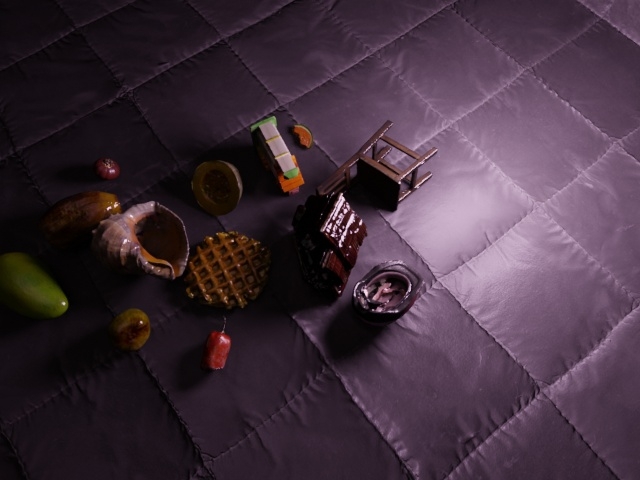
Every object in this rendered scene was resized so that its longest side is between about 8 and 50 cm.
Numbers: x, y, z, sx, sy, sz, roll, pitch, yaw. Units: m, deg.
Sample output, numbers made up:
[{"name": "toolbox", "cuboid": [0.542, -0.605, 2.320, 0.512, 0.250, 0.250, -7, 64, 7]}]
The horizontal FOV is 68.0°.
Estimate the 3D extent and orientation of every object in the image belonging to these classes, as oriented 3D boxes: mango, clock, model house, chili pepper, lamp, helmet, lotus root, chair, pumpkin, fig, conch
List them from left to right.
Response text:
[{"name": "mango", "cuboid": [-1.039, 0.164, 1.691, 0.343, 0.156, 0.192, 30, 79, 10]}, {"name": "lotus root", "cuboid": [-0.890, -0.089, 1.791, 0.291, 0.193, 0.193, -29, 69, -4]}, {"name": "lamp", "cuboid": [-0.865, -0.288, 1.915, 0.101, 0.090, 0.101, 22, 36, -17]}, {"name": "fig", "cuboid": [-0.657, 0.306, 1.635, 0.136, 0.121, 0.153, 41, 46, -21]}, {"name": "conch", "cuboid": [-0.638, 0.016, 1.728, 0.352, 0.210, 0.297, 39, 71, -5]}, {"name": "chili pepper", "cuboid": [-0.352, 0.353, 1.630, 0.086, 0.084, 0.192, 14, 72, -10]}, {"name": "pumpkin", "cuboid": [-0.384, -0.217, 1.853, 0.217, 0.217, 0.110, 27, 31, 12]}, {"name": "clock", "cuboid": [-0.166, -0.310, 1.845, 0.106, 0.220, 0.255, -26, 76, -8]}, {"name": "model house", "cuboid": [0.000, 0.000, 1.663, 0.297, 0.282, 0.317, 23, 69, 10]}, {"name": "chair", "cuboid": [0.212, -0.220, 1.800, 0.241, 0.203, 0.416, 39, 74, 19]}, {"name": "helmet", "cuboid": [0.227, 0.200, 1.647, 0.253, 0.154, 0.198, -25, 47, -28]}]

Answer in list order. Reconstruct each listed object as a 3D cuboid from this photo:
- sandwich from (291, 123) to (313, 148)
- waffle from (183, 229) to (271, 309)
[{"name": "sandwich", "cuboid": [-0.068, -0.437, 1.992, 0.067, 0.029, 0.135, -29, 70, -5]}, {"name": "waffle", "cuboid": [-0.346, 0.102, 1.745, 0.325, 0.068, 0.302, 15, 68, 6]}]
